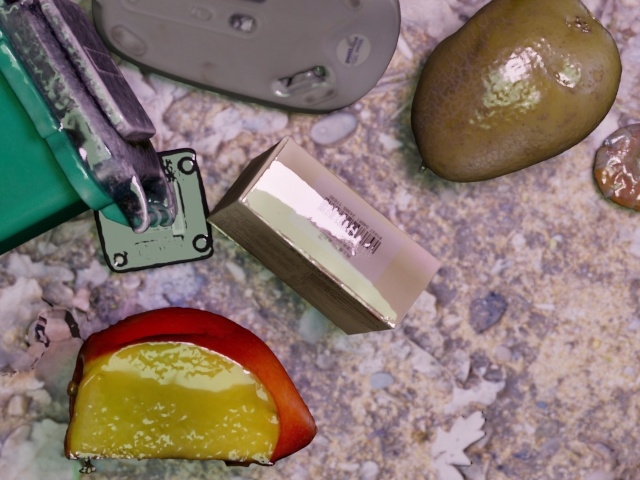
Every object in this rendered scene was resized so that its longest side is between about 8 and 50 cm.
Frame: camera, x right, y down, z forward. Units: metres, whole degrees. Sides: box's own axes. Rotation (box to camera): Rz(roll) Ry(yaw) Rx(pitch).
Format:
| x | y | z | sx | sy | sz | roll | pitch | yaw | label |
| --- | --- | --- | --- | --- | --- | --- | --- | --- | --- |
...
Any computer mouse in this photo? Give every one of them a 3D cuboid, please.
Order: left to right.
| x | y | z | sx | sy | sz | roll | pitch | yaw | label |
| --- | --- | --- | --- | --- | --- | --- | --- | --- | --- |
| -0.077 | -0.247 | 1.551 | 0.331 | 0.095 | 0.197 | 15 | 114 | -8 | computer mouse |

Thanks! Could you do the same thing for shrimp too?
| x | y | z | sx | sy | sz | roll | pitch | yaw | label |
| --- | --- | --- | --- | --- | --- | --- | --- | --- | --- |
| 0.402 | -0.087 | 1.648 | 0.190 | 0.042 | 0.101 | -6 | 90 | -4 | shrimp |

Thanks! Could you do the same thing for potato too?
| x | y | z | sx | sy | sz | roll | pitch | yaw | label |
| --- | --- | --- | --- | --- | --- | --- | --- | --- | --- |
| 0.199 | -0.157 | 1.563 | 0.251 | 0.159 | 0.174 | -38 | 75 | 9 | potato |

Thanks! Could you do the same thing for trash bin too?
| x | y | z | sx | sy | sz | roll | pitch | yaw | label |
| --- | --- | --- | --- | --- | --- | --- | --- | --- | --- |
| -0.365 | -0.061 | 1.471 | 0.381 | 0.259 | 0.295 | -31 | 91 | 5 | trash bin |

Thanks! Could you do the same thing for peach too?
| x | y | z | sx | sy | sz | roll | pitch | yaw | label |
| --- | --- | --- | --- | --- | --- | --- | --- | --- | --- |
| -0.134 | 0.150 | 1.563 | 0.267 | 0.159 | 0.154 | 2 | 107 | -4 | peach |

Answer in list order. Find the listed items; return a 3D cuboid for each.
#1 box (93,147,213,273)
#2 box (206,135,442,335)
| x | y | z | sx | sy | sz | roll | pitch | yaw | label |
| --- | --- | --- | --- | --- | --- | --- | --- | --- | --- |
| -0.186 | -0.032 | 1.603 | 0.125 | 0.027 | 0.126 | -11 | 98 | -4 | box |
| 0.000 | 0.000 | 1.547 | 0.212 | 0.168 | 0.095 | 40 | 77 | -9 | box |
